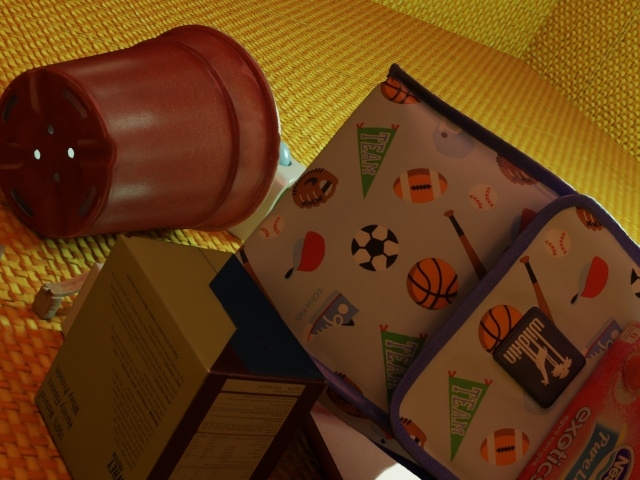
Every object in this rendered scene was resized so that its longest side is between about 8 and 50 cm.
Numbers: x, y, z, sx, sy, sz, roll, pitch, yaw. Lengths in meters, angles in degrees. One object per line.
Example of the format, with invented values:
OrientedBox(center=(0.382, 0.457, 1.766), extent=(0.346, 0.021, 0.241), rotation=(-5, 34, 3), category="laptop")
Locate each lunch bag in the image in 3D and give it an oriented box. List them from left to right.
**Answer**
OrientedBox(center=(0.129, 0.063, 1.350), extent=(0.385, 0.328, 0.239), rotation=(39, -9, 12), category="lunch bag")

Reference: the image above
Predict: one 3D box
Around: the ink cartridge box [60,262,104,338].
OrientedBox(center=(-0.183, 0.097, 1.368), extent=(0.143, 0.090, 0.092), rotation=(16, 25, -35), category="ink cartridge box")

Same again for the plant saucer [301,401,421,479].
OrientedBox(center=(0.099, 0.264, 1.428), extent=(0.259, 0.047, 0.258), rotation=(16, 25, -30), category="plant saucer")

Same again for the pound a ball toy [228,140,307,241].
OrientedBox(center=(-0.151, -0.151, 1.902), extent=(0.319, 0.135, 0.208), rotation=(37, 22, 15), category="pound a ball toy")

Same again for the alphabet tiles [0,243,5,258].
OrientedBox(center=(-0.500, -0.025, 1.336), extent=(0.343, 0.011, 0.285), rotation=(25, 22, -13), category="alphabet tiles")

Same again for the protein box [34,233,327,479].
OrientedBox(center=(-0.134, 0.138, 1.188), extent=(0.136, 0.201, 0.200), rotation=(11, 29, -41), category="protein box")

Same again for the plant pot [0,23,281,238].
OrientedBox(center=(-0.236, -0.120, 1.588), extent=(0.272, 0.272, 0.265), rotation=(40, 32, 23), category="plant pot")

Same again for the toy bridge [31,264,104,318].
OrientedBox(center=(-0.232, 0.055, 1.435), extent=(0.188, 0.063, 0.026), rotation=(3, 34, -51), category="toy bridge")

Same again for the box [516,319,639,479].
OrientedBox(center=(0.299, 0.249, 1.240), extent=(0.154, 0.300, 0.142), rotation=(40, -7, -26), category="box")
